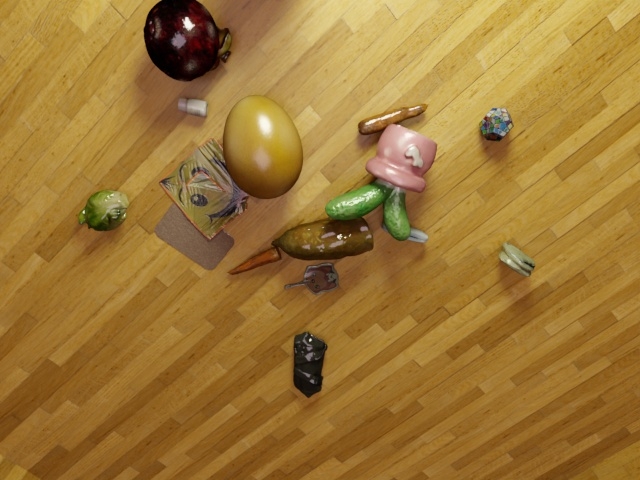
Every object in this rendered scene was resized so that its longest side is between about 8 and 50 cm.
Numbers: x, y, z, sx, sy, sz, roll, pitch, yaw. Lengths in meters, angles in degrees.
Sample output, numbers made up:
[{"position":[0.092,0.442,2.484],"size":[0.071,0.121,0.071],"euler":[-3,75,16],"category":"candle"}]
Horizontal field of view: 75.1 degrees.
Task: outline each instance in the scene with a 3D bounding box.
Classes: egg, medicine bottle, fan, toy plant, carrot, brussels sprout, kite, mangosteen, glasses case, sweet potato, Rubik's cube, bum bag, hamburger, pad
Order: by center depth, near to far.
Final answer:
[{"position":[-0.382,-0.585,1.231],"size":[0.265,0.228,0.229],"euler":[-5,120,-45],"category":"mangosteen"},{"position":[-0.184,-0.292,1.317],"size":[0.249,0.250,0.323],"euler":[-12,101,3],"category":"egg"},{"position":[-0.414,-0.436,1.358],"size":[0.089,0.052,0.052],"euler":[10,111,-6],"category":"medicine bottle"},{"position":[0.215,-0.202,1.378],"size":[0.316,0.211,0.357],"euler":[19,111,-18],"category":"toy plant"},{"position":[0.583,-0.384,1.380],"size":[0.093,0.111,0.111],"euler":[44,106,9],"category":"Rubik's cube"},{"position":[0.240,-0.407,1.384],"size":[0.247,0.059,0.059],"euler":[-18,111,2],"category":"carrot"},{"position":[-0.761,-0.107,1.464],"size":[0.180,0.100,0.139],"euler":[-25,95,27],"category":"brussels sprout"},{"position":[-0.412,-0.180,1.482],"size":[0.327,0.013,0.378],"euler":[9,112,-5],"category":"kite"},{"position":[0.000,0.000,1.493],"size":[0.369,0.158,0.158],"euler":[-11,112,2],"category":"sweet potato"},{"position":[0.310,-0.032,1.529],"size":[0.178,0.067,0.045],"euler":[17,111,-8],"category":"glasses case"},{"position":[0.733,0.071,1.549],"size":[0.139,0.133,0.063],"euler":[28,117,-3],"category":"hamburger"},{"position":[-0.469,-0.016,1.553],"size":[0.266,0.002,0.176],"euler":[37,106,-15],"category":"pad"},{"position":[-0.253,0.088,1.578],"size":[0.224,0.057,0.057],"euler":[-24,111,12],"category":"carrot"},{"position":[-0.037,0.160,1.631],"size":[0.219,0.009,0.132],"euler":[-13,111,3],"category":"fan"},{"position":[-0.044,0.527,1.742],"size":[0.141,0.080,0.327],"euler":[2,113,1],"category":"bum bag"}]
